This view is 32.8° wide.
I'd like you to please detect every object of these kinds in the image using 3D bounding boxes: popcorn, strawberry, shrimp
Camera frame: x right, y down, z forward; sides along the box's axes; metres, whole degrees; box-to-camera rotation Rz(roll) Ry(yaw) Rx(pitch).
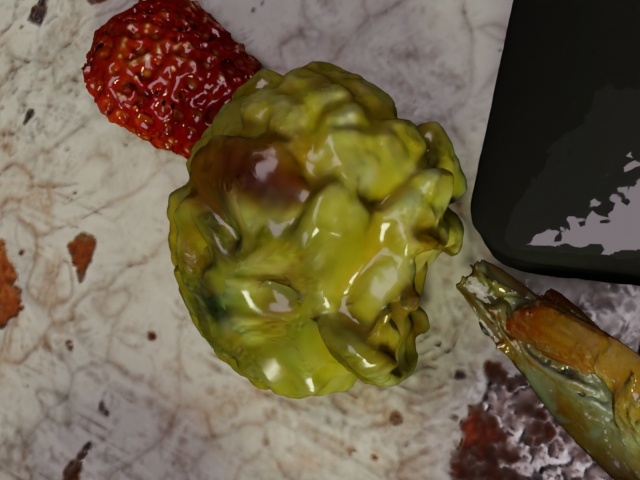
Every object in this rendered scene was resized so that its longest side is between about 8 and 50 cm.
[{"bbox_3d":[0.000,-0.002,0.702,0.189,0.169,0.218,20,121,24],"label":"popcorn"},{"bbox_3d":[-0.108,-0.131,0.841,0.188,0.082,0.121,28,86,33],"label":"strawberry"},{"bbox_3d":[0.161,0.079,0.630,0.051,0.115,0.217,-27,55,-22],"label":"shrimp"}]

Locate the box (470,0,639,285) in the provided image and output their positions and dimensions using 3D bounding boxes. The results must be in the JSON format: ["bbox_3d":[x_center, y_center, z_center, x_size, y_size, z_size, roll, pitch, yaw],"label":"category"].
[{"bbox_3d":[0.251,-0.103,0.648,0.290,0.073,0.289,6,74,27],"label":"box"}]
